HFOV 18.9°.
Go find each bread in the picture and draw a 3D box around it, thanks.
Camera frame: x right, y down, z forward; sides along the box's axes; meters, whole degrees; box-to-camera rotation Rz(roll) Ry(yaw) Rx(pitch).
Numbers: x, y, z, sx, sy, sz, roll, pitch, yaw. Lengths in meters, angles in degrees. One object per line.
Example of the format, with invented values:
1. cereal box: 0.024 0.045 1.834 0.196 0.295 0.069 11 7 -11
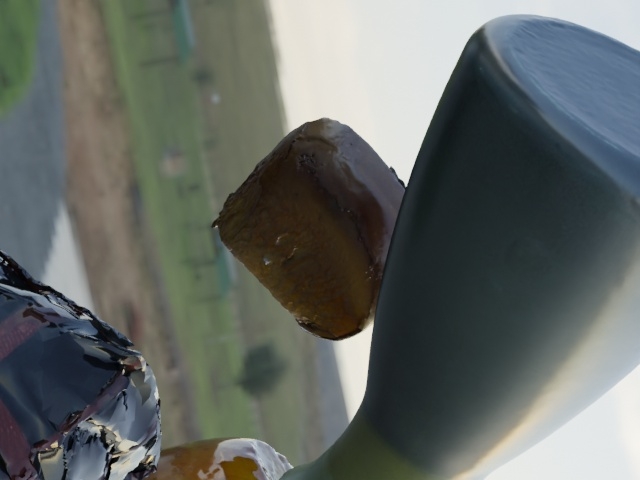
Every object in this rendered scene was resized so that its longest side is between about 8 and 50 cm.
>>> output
1. bread: 0.000 0.000 1.220 0.129 0.126 0.044 49 30 -4

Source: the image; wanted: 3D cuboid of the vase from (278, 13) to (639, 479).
1. vase: 0.085 0.056 1.011 0.321 0.173 0.173 -61 -156 26

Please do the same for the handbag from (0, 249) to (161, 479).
1. handbag: -0.176 0.087 0.698 0.169 0.215 0.155 34 -25 16

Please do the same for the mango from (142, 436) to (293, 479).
1. mango: -0.134 0.266 1.272 0.199 0.350 0.201 52 19 0
